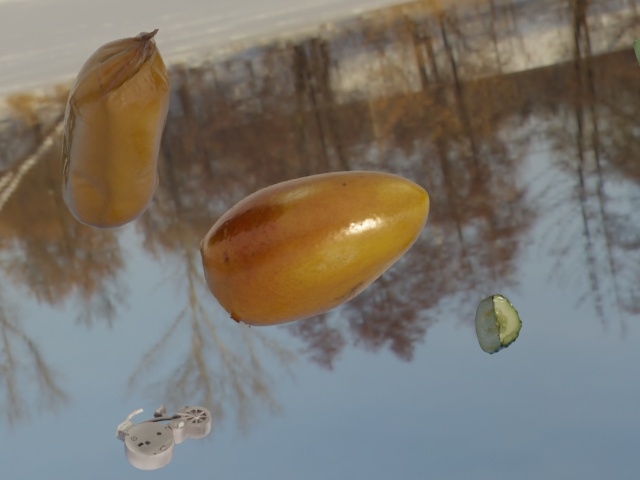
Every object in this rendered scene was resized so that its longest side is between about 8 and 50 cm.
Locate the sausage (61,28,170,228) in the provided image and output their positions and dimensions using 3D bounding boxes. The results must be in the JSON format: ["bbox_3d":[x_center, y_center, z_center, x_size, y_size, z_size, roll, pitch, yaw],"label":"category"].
[{"bbox_3d":[-0.218,-0.127,1.268,0.112,0.112,0.328,-16,155,-23],"label":"sausage"}]

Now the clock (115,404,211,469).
[{"bbox_3d":[-0.208,0.253,1.575,0.129,0.041,0.087,-24,-137,-36],"label":"clock"}]

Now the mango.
[{"bbox_3d":[0.000,0.000,1.322,0.257,0.187,0.138,-32,-138,31],"label":"mango"}]

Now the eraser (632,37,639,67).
[{"bbox_3d":[0.611,-0.264,1.696,0.274,0.210,0.092,-27,-153,33],"label":"eraser"}]

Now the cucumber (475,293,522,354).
[{"bbox_3d":[0.215,0.103,1.438,0.035,0.067,0.107,-10,171,-9],"label":"cucumber"}]
